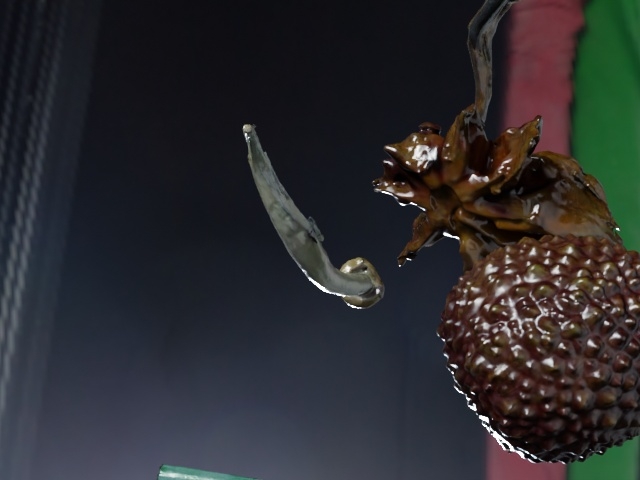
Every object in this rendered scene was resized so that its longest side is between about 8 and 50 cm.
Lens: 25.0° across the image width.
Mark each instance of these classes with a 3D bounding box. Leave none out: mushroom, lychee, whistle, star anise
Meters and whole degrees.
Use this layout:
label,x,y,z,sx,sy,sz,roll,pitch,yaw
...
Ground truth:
label,x,y,z,sx,sy,sz,roll,pitch,yaw
mushroom,-0.002,0.002,1.102,0.068,0.043,0.306,51,-179,25
lychee,0.182,0.076,1.066,0.188,0.188,0.188,9,-101,-52
whistle,-0.131,0.338,1.983,0.039,0.186,0.039,7,-90,-78
star anise,0.170,-0.085,1.357,0.148,0.237,0.346,-55,-33,-64
